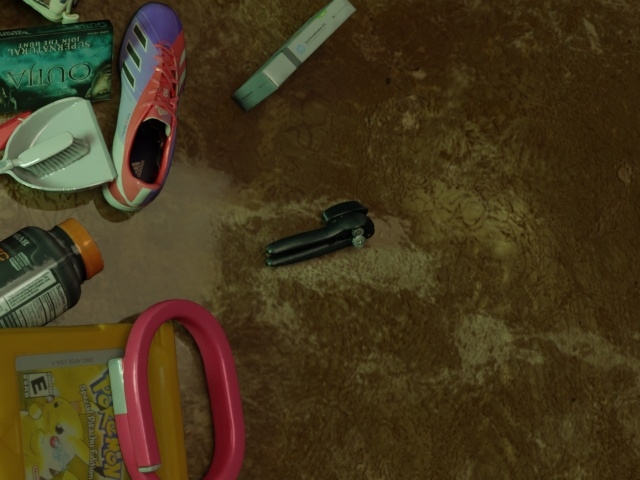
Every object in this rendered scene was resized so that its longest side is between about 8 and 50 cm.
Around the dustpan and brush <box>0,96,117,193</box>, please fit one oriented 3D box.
[{"bbox_3d":[-0.409,-0.111,1.826,0.211,0.060,0.147,-25,68,4],"label":"dustpan and brush"}]

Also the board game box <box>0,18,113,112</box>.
[{"bbox_3d":[-0.386,-0.244,1.839,0.186,0.126,0.026,-10,44,-22],"label":"board game box"}]

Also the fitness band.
[{"bbox_3d":[-0.193,0.227,1.814,0.209,0.054,0.291,-5,86,-51],"label":"fitness band"}]

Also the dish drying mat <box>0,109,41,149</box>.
[{"bbox_3d":[-0.442,-0.154,1.856,0.083,0.008,0.032,-33,95,-23],"label":"dish drying mat"}]

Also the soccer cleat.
[{"bbox_3d":[-0.240,-0.201,1.881,0.108,0.116,0.318,15,75,-25],"label":"soccer cleat"}]

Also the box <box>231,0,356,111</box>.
[{"bbox_3d":[-0.041,-0.282,1.964,0.038,0.145,0.186,48,68,-9],"label":"box"}]

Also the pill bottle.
[{"bbox_3d":[-0.416,0.066,1.762,0.245,0.130,0.130,-34,94,-24],"label":"pill bottle"}]

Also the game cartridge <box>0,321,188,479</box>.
[{"bbox_3d":[-0.312,0.253,1.741,0.323,0.052,0.285,0,80,-47],"label":"game cartridge"}]

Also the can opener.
[{"bbox_3d":[0.000,0.000,1.987,0.186,0.073,0.059,-24,129,-21],"label":"can opener"}]

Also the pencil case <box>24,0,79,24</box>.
[{"bbox_3d":[-0.503,-0.439,1.801,0.410,0.160,0.184,21,82,-17],"label":"pencil case"}]
